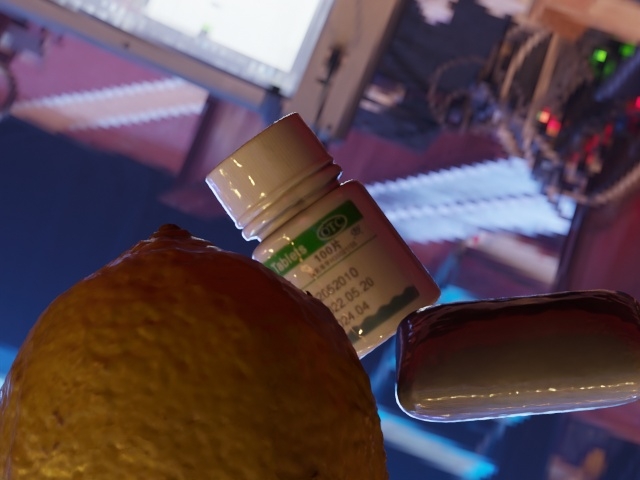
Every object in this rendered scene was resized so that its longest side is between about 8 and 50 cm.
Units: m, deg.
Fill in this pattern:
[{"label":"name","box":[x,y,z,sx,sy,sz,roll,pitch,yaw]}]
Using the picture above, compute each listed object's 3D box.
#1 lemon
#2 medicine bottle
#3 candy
[{"label":"lemon","box":[-0.090,0.144,1.201,0.268,0.322,0.268,-15,170,-3]},{"label":"medicine bottle","box":[0.000,0.000,1.812,0.237,0.139,0.139,53,146,0]},{"label":"candy","box":[0.137,0.078,1.241,0.174,0.138,0.071,-6,107,4]}]
